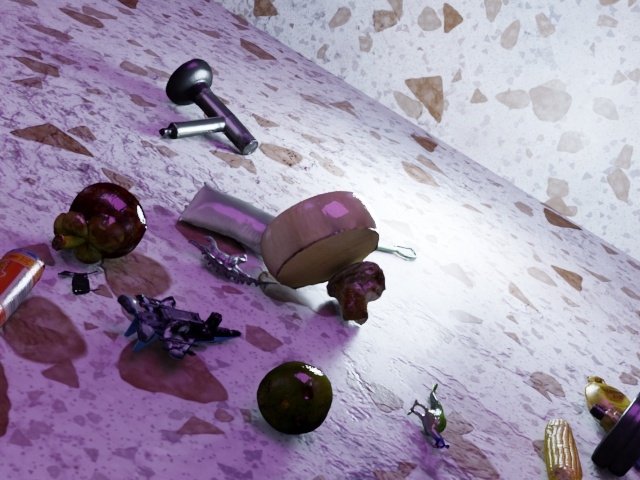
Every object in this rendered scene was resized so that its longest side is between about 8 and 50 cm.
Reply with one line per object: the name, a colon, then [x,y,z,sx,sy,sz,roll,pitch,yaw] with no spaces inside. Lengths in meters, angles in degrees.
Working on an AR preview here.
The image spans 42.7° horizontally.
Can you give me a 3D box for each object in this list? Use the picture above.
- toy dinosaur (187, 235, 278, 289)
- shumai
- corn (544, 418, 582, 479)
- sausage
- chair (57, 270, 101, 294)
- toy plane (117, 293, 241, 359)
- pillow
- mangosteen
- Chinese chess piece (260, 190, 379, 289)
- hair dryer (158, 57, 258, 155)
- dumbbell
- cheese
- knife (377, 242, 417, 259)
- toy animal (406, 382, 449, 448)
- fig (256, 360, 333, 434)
toy dinosaur: [-0.187,0.053,1.716,0.209,0.039,0.082,28,23,-4]
shumai: [0.082,0.121,1.782,0.146,0.145,0.116,9,53,-35]
corn: [0.477,0.424,1.620,0.067,0.067,0.206,27,24,-1]
sausage: [-0.507,0.101,1.252,0.074,0.074,0.274,24,25,-8]
chair: [-0.424,0.074,1.443,0.086,0.042,0.037,0,1,40]
toy plane: [-0.230,0.150,1.429,0.246,0.078,0.169,5,31,-40]
pillow: [-0.182,-0.037,1.861,0.254,0.078,0.144,26,36,-3]
mangosteen: [-0.411,-0.017,1.529,0.146,0.156,0.181,44,47,-26]
Chinese chess piece: [0.000,0.000,1.733,0.257,0.257,0.104,-1,58,-46]
hair dryer: [-0.347,-0.379,2.297,0.284,0.155,0.320,10,36,-55]
dumbbell: [0.717,0.459,1.656,0.388,0.185,0.185,38,26,22]
cheese: [0.678,0.413,1.859,0.157,0.064,0.250,11,38,-31]
knife: [0.176,0.025,2.181,0.212,0.015,0.054,12,36,-31]
toy animal: [0.205,0.323,1.580,0.075,0.041,0.217,25,20,-8]
fig: [-0.035,0.257,1.375,0.123,0.123,0.156,31,12,8]
